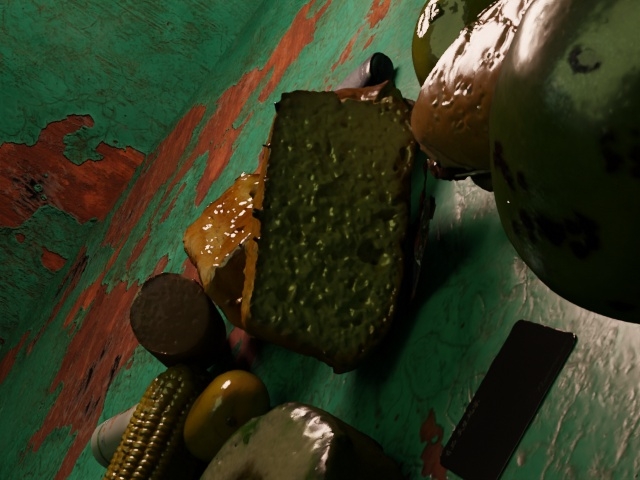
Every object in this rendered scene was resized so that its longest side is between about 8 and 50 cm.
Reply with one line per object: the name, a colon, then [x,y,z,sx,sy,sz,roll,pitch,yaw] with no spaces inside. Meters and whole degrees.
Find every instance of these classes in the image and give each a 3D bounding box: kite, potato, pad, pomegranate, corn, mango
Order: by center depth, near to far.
pomegranate: [0.241,-0.049,0.754,0.291,0.291,0.323,-40,33,43]
pad: [0.164,0.144,1.055,0.157,0.003,0.112,-60,17,-6]
kite: [0.109,-0.002,1.353,0.232,0.009,0.189,107,171,-78]
potato: [0.190,-0.260,1.441,0.186,0.148,0.253,-32,29,49]
mango: [-0.126,0.229,1.544,0.130,0.092,0.195,-62,13,-9]
corn: [-0.242,0.332,1.632,0.120,0.120,0.363,-26,34,59]

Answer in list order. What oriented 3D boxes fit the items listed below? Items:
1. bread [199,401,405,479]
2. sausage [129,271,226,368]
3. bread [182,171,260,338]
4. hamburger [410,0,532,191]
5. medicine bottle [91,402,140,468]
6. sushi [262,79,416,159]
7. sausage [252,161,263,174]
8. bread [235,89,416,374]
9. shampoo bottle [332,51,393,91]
bread: [-0.067,0.337,1.132,0.382,0.129,0.366,-36,28,51]
sausage: [-0.206,0.132,1.769,0.123,0.123,0.253,-61,-10,-11]
bread: [-0.086,0.020,1.706,0.195,0.149,0.344,-42,18,1]
hamburger: [0.221,-0.154,1.183,0.282,0.155,0.245,-59,24,10]
medicine bottle: [-0.292,0.308,1.865,0.183,0.086,0.086,-32,31,53]
sushi: [0.041,-0.123,1.596,0.296,0.179,0.167,-36,-32,-58]
sausage: [-0.099,-0.043,1.922,0.274,0.105,0.105,-51,18,16]
bread: [0.000,0.000,1.391,0.179,0.194,0.340,129,150,-68]
shampoo bottle: [0.034,-0.223,1.957,0.234,0.049,0.087,-39,27,45]
